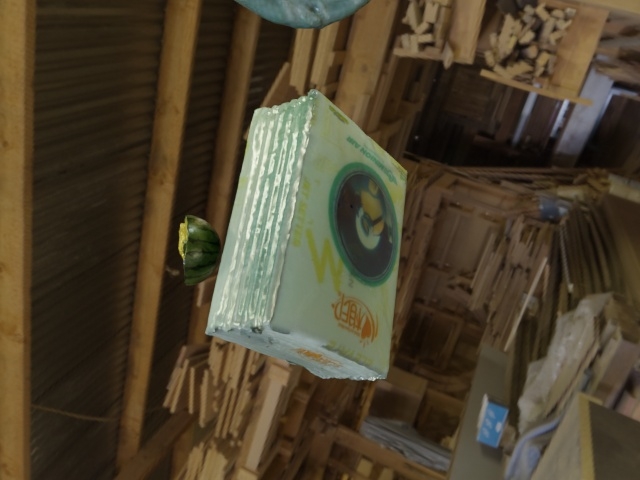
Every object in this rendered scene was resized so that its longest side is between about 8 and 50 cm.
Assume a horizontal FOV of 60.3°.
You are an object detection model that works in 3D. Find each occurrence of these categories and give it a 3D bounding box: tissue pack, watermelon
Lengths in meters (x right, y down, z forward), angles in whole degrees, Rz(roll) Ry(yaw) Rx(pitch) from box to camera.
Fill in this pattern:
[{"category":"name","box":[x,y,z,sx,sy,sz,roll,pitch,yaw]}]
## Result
[{"category":"tissue pack","box":[0.000,0.000,0.880,0.287,0.162,0.387,32,-123,-42]},{"category":"watermelon","box":[-0.179,0.014,0.821,0.105,0.062,0.105,177,90,-75]}]

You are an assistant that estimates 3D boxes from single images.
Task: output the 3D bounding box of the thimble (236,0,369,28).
[{"category":"thimble","box":[-0.014,-0.293,0.458,0.235,0.143,0.198,-20,-53,-12]}]
